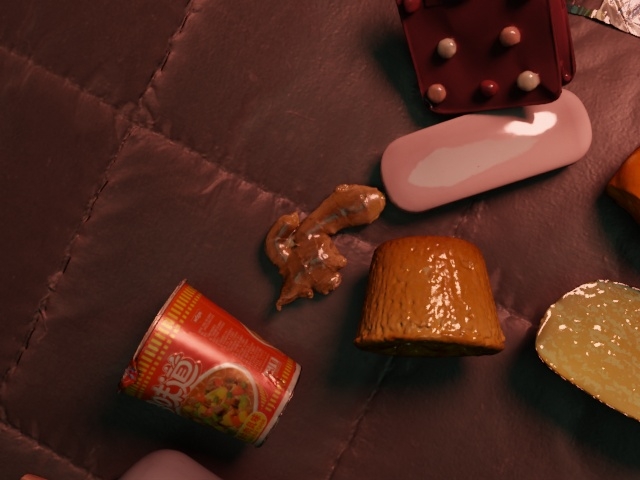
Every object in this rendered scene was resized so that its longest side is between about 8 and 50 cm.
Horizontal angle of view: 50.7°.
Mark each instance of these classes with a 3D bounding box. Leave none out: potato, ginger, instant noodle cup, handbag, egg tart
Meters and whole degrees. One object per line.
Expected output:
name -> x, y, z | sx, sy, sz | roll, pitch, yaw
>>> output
potato -> 0.425, 0.164, 0.923 | 0.272, 0.111, 0.160 | 27, 79, 12
ginger -> 0.010, 0.004, 0.990 | 0.214, 0.059, 0.133 | -27, 80, 4
instant noodle cup -> -0.147, 0.184, 0.951 | 0.212, 0.193, 0.193 | 30, 93, -3
handbag -> 0.210, -0.272, 0.874 | 0.203, 0.074, 0.216 | 2, 129, 35
egg tart -> 0.146, 0.081, 0.921 | 0.203, 0.202, 0.147 | 1, 73, 5

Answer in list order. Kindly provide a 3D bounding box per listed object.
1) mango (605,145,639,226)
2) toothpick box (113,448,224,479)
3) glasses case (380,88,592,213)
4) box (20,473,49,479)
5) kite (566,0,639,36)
mango -> 0.536, -0.096, 0.898 | 0.257, 0.138, 0.187 | -39, 99, 10
toothpick box -> -0.185, 0.448, 0.931 | 0.355, 0.263, 0.263 | 34, 93, 5
glasses case -> 0.231, -0.125, 0.956 | 0.297, 0.075, 0.113 | -17, 88, 5
box -> -0.456, 0.425, 1.051 | 0.048, 0.025, 0.115 | 16, 91, 4
kite -> 0.417, -0.362, 0.967 | 0.310, 0.015, 0.169 | 6, 91, 5
